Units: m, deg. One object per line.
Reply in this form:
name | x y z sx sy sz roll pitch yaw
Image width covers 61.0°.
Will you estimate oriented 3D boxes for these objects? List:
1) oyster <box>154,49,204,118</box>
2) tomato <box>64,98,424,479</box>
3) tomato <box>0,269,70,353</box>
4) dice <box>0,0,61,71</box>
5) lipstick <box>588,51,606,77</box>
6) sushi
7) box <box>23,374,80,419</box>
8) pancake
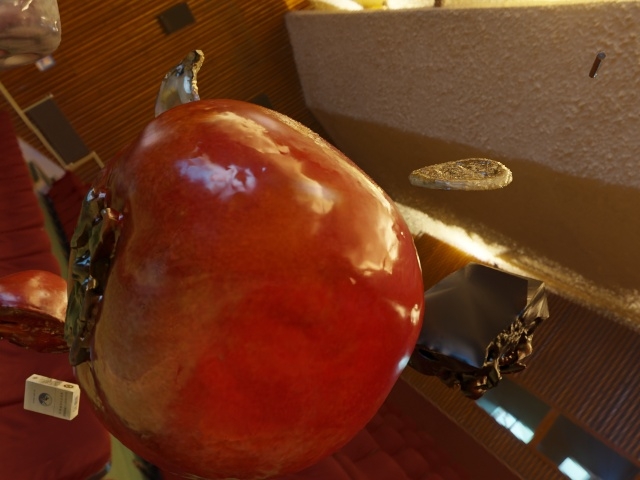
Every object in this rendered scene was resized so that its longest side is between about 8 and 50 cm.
oyster | -0.247 -0.256 1.011 0.163 0.081 0.191 42 -63 40
tomato | -0.074 0.043 0.501 0.289 0.325 0.293 11 11 -33
tomato | -0.410 0.096 0.787 0.159 0.138 0.091 80 11 -52
dice | -0.620 -0.446 0.924 0.270 0.271 0.270 0 -72 62
lipstick | 0.590 -0.373 1.159 0.019 0.019 0.094 50 8 17
sushi | 0.299 0.192 1.082 0.215 0.227 0.213 18 -38 43
box | -0.436 0.255 0.883 0.024 0.083 0.054 -60 161 -75
pancake | 0.213 -0.101 0.835 0.158 0.158 0.028 29 -51 58
